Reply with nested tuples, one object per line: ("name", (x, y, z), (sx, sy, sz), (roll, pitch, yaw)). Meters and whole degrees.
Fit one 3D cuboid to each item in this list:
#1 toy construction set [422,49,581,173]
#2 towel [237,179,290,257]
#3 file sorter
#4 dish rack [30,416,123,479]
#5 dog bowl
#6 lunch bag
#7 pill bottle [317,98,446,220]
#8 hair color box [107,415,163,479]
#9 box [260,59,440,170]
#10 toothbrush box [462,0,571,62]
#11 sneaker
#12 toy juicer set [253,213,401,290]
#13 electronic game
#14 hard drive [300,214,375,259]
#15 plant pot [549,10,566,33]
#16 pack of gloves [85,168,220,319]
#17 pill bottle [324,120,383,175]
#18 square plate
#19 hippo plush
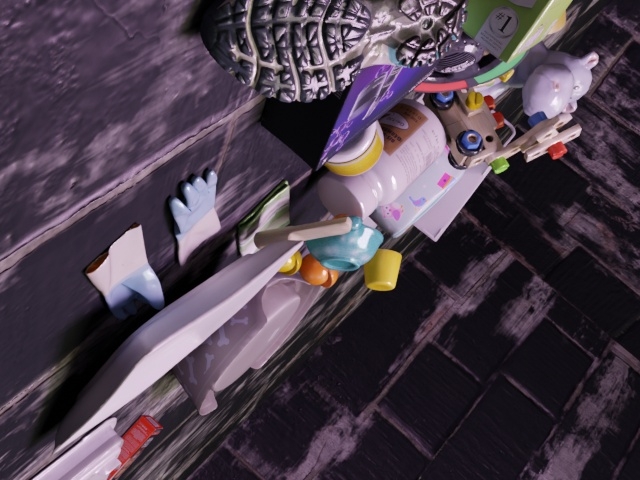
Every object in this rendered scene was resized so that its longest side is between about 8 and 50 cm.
("toy construction set", (0.308, -0.246, 1.470), (0.215, 0.327, 0.151), (-22, 149, -14))
("towel", (-0.088, -0.028, 1.313), (0.113, 0.023, 0.152), (-47, 170, -16))
("file sorter", (0.286, -0.179, 1.871), (0.173, 0.193, 0.277), (-44, 169, -43))
("dish rack", (-0.477, 0.476, 1.408), (0.333, 0.072, 0.285), (-36, 165, -46))
("dog bowl", (-0.149, 0.180, 1.601), (0.349, 0.102, 0.349), (-47, 170, -11))
("lunch bag", (0.181, -0.125, 1.653), (0.224, 0.108, 0.279), (-45, -171, 6))
("pill bottle", (0.104, -0.135, 1.418), (0.229, 0.131, 0.131), (-44, 169, -28))
("hair color box", (-0.387, 0.420, 1.642), (0.141, 0.043, 0.072), (-47, 171, -7))
("box", (0.062, -0.231, 0.990), (0.261, 0.103, 0.184), (-42, 171, -32))
("toothbrush box", (0.206, -0.359, 0.813), (0.122, 0.206, 0.283), (-38, 164, -46))
("sneaker", (0.002, -0.210, 0.788), (0.283, 0.122, 0.110), (-14, 126, -33))
("toy juicer set", (0.000, 0.000, 1.344), (0.329, 0.209, 0.089), (44, 48, -63))
("electronic game", (0.196, -0.277, 1.200), (0.229, 0.048, 0.229), (-6, 164, -2))
("hard drive", (0.053, -0.006, 1.921), (0.233, 0.047, 0.353), (-52, 169, 16))
("plant pot", (0.405, -0.464, 1.550), (0.134, 0.134, 0.095), (-41, 143, -36))
("pack of gloves", (-0.186, 0.020, 1.017), (0.195, 0.046, 0.232), (-45, 169, -17))
("pill bottle", (0.037, -0.148, 1.168), (0.103, 0.103, 0.184), (-49, 170, 2))
("square plate", (-0.217, 0.143, 1.195), (0.344, 0.049, 0.347), (-43, 175, 41))
("hippo plush", (0.436, -0.342, 1.721), (0.294, 0.237, 0.234), (-40, 162, -38))
